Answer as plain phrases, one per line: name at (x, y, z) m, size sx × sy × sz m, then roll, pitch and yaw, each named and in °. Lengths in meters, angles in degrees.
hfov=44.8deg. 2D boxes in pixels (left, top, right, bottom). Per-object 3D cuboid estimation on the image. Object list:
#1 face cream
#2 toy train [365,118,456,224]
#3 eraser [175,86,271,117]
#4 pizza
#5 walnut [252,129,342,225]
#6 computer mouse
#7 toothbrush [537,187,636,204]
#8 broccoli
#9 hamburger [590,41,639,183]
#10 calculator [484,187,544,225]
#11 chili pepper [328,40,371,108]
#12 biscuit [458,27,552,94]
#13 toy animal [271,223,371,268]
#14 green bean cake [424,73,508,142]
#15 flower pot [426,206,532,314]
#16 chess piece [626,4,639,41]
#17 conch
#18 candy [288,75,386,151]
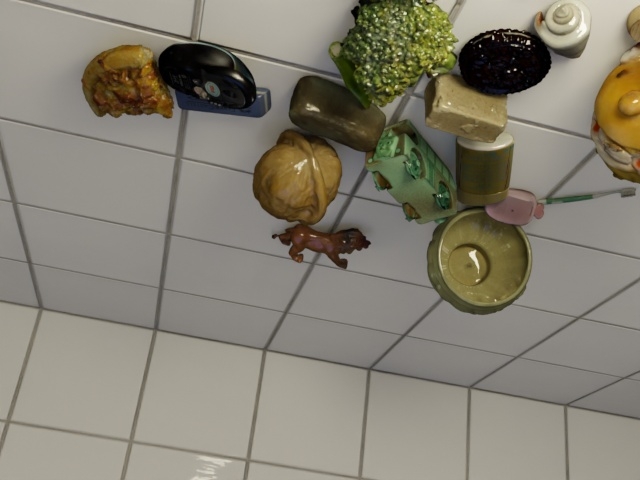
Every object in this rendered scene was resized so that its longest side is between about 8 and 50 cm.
face cream at (0.415, -0.178, 1.981) m, size 0.139 × 0.067 × 0.285 m, roll 3°, pitch 152°, yaw 11°
toy train at (0.234, -0.163, 1.963) m, size 0.129 × 0.159 × 0.326 m, roll -15°, pitch 142°, yaw 32°
eraser at (-0.231, -0.340, 1.860) m, size 0.224 × 0.036 × 0.082 m, roll 7°, pitch 151°, yaw 2°
pizza at (-0.442, -0.347, 1.816) m, size 0.226 × 0.086 × 0.335 m, roll 30°, pitch 151°, yaw -24°
walnut at (-0.056, -0.158, 1.971) m, size 0.224 × 0.257 × 0.257 m, roll -19°, pitch 162°, yaw -22°
computer mouse at (-0.244, -0.374, 1.727) m, size 0.233 × 0.096 × 0.137 m, roll 20°, pitch 153°, yaw 5°
toothbrush at (0.710, -0.115, 2.085) m, size 0.257 × 0.024 × 0.018 m, roll -5°, pitch 151°, yaw 26°
broccoli at (0.173, -0.358, 1.564) m, size 0.242 × 0.180 × 0.273 m, roll -20°, pitch 143°, yaw 40°
hamburger at (0.674, -0.261, 1.545) m, size 0.276 × 0.277 × 0.237 m, roll -4°, pitch 150°, yaw 21°
calculator at (0.529, -0.090, 2.113) m, size 0.165 × 0.024 × 0.103 m, roll 9°, pitch 112°, yaw -1°
chili pepper at (0.067, -0.368, 1.712) m, size 0.050 × 0.052 × 0.202 m, roll 27°, pitch 167°, yaw 33°
biscuit at (0.384, -0.371, 1.624) m, size 0.194 × 0.053 × 0.194 m, roll 6°, pitch 154°, yaw 3°
toy animal at (0.000, 0.000, 2.430) m, size 0.312 × 0.097 × 0.158 m, roll 10°, pitch 141°, yaw -1°
green bean cake at (0.323, -0.295, 1.729) m, size 0.179 × 0.109 × 0.085 m, roll 15°, pitch 152°, yaw -14°
flower pot at (0.440, 0.067, 2.232) m, size 0.307 × 0.308 × 0.244 m, roll 9°, pitch 169°, yaw -4°
chess piece at (0.631, -0.418, 1.489) m, size 0.083 × 0.038 × 0.084 m, roll 5°, pitch 151°, yaw 3°
conch at (0.479, -0.412, 1.521) m, size 0.104 × 0.094 × 0.176 m, roll -19°, pitch 174°, yaw 22°
candy at (0.039, -0.293, 1.813) m, size 0.233 × 0.104 × 0.102 m, roll 18°, pitch 156°, yaw -19°
